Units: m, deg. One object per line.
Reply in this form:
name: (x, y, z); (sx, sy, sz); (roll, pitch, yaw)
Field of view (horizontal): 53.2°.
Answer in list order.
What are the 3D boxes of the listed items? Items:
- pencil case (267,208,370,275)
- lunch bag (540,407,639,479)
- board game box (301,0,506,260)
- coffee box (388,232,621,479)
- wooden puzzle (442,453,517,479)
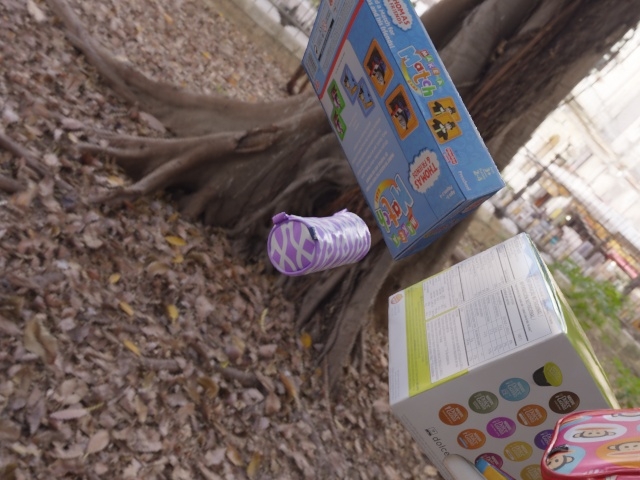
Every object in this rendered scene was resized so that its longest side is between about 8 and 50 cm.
pencil case: (0.000, 0.000, 0.930); (0.088, 0.086, 0.206); (62, 24, 11)
lunch bag: (0.385, 0.234, 0.640); (0.258, 0.293, 0.120); (-2, 82, -63)
board game box: (0.054, -0.103, 0.520); (0.212, 0.039, 0.160); (67, -17, 11)
coffee box: (0.358, 0.256, 1.254); (0.338, 0.334, 0.338); (53, 21, -21)
wooden puzzle: (0.311, 0.391, 0.941); (0.238, 0.044, 0.221); (28, -5, 3)
